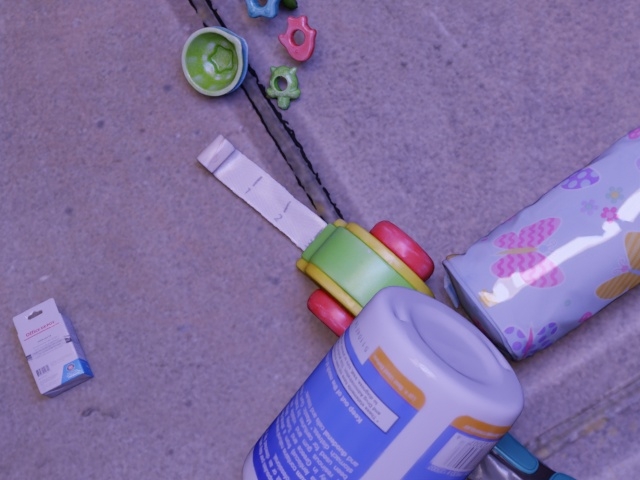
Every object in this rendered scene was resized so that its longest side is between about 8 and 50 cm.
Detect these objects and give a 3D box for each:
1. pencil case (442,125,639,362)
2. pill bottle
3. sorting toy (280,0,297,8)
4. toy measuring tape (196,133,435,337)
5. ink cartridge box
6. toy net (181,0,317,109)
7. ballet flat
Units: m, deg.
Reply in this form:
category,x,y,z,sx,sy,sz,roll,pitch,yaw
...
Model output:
category,x,y,z,sx,sy,sz,roll,pitch,yaw
pencil case,0.240,-0.010,1.082,0.273,0.113,0.124,-36,50,-1
pill bottle,0.030,0.183,1.021,0.152,0.152,0.272,44,111,18
sorting toy,-0.061,-0.271,1.235,0.042,0.061,0.102,-26,88,4
toy measuring tape,0.000,0.000,1.124,0.330,0.121,0.121,42,86,18
ink cartridge box,-0.260,0.104,1.189,0.048,0.028,0.083,-27,73,3
toy net,-0.058,-0.247,1.186,0.122,0.045,0.232,19,110,20
ballet flat,0.182,0.221,1.066,0.213,0.072,0.068,36,112,18
